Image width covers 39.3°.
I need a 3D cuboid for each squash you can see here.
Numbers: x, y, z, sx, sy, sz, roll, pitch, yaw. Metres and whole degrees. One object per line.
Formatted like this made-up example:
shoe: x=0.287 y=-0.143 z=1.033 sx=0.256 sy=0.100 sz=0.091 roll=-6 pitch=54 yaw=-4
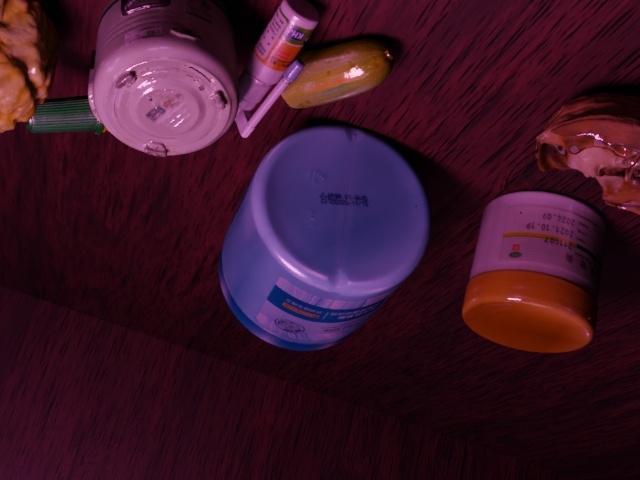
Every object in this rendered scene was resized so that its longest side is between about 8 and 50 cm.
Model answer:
squash: x=0.030 y=-0.257 z=1.376 sx=0.188 sy=0.095 sz=0.095 roll=-4 pitch=149 yaw=36

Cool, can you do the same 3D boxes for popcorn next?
popcorn: x=-0.528 y=-0.305 z=1.402 sx=0.224 sy=0.270 sz=0.258 roll=-8 pitch=-166 yaw=-9

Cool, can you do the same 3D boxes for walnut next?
walnut: x=0.433 y=-0.144 z=1.327 sx=0.204 sy=0.141 sz=0.238 roll=12 pitch=160 yaw=34

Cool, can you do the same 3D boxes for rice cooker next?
rice cooker: x=-0.233 y=-0.265 z=1.340 sx=0.226 sy=0.244 sz=0.226 roll=-3 pitch=139 yaw=-2

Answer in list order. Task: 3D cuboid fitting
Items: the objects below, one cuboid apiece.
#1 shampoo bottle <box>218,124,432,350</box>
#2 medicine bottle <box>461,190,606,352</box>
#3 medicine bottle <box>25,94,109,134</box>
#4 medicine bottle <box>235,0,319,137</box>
shampoo bottle: x=0.000 y=0.000 z=1.655 sx=0.331 sy=0.331 sz=0.342 roll=19 pitch=153 yaw=-8
medicine bottle: x=0.398 y=0.060 z=1.660 sx=0.238 sy=0.232 sz=0.238 roll=13 pitch=156 yaw=6
medicine bottle: x=-0.346 y=-0.220 z=1.540 sx=0.309 sy=0.076 sz=0.111 roll=-8 pitch=-173 yaw=-21
medicine bottle: x=-0.075 y=-0.256 z=1.350 sx=0.061 sy=0.092 sz=0.220 roll=2 pitch=141 yaw=-39
